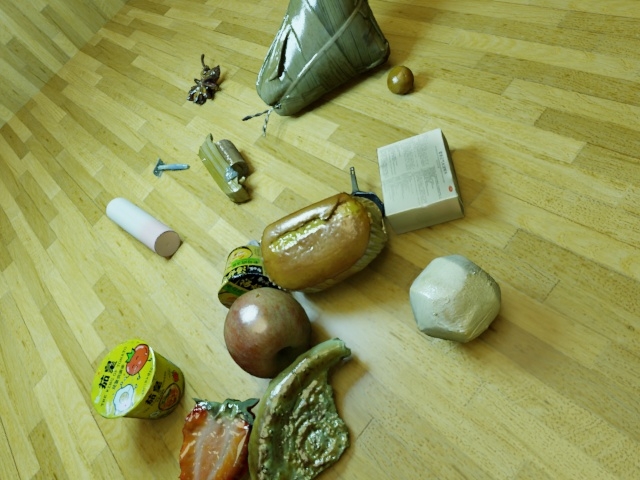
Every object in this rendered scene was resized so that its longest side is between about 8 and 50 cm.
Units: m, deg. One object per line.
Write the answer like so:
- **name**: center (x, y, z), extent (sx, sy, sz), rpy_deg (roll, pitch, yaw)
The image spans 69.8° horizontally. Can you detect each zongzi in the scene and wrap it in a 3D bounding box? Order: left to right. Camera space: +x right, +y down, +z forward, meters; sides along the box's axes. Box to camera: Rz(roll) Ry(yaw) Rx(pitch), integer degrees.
- **zongzi**: center (-0.108, -0.626, 1.349), extent (0.500, 0.466, 0.218), rpy_deg (-29, 30, 12)

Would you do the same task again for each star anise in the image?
- **star anise**: center (-0.434, -0.622, 1.757), extent (0.177, 0.073, 0.233), rpy_deg (7, 81, 40)

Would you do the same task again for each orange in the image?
- **orange**: center (0.226, -0.455, 1.306), extent (0.085, 0.085, 0.084), rpy_deg (-14, 56, 21)

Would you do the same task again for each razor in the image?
- **razor**: center (-0.518, -0.259, 1.609), extent (0.135, 0.040, 0.068), rpy_deg (1, 62, 23)

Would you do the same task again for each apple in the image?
- **apple**: center (-0.117, 0.199, 1.009), extent (0.188, 0.188, 0.174), rpy_deg (-42, 48, -1)

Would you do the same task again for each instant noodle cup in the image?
- **instant noodle cup**: center (-0.427, 0.348, 1.108), extent (0.182, 0.144, 0.182), rpy_deg (-13, 55, 19)
- **instant noodle cup**: center (-0.175, 0.092, 1.143), extent (0.152, 0.151, 0.122), rpy_deg (-22, 42, 15)

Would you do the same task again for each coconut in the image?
- **coconut**: center (0.252, 0.120, 0.879), extent (0.161, 0.161, 0.162), rpy_deg (35, 84, 39)

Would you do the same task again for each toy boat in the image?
- **toy boat**: center (-0.293, -0.237, 1.437), extent (0.115, 0.089, 0.310), rpy_deg (-38, 50, -1)

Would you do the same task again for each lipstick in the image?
- **lipstick**: center (-0.572, -0.048, 1.469), extent (0.327, 0.087, 0.087), rpy_deg (27, 76, 37)

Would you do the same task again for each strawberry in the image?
- **strawberry**: center (-0.202, 0.449, 0.961), extent (0.175, 0.098, 0.227), rpy_deg (-2, 71, 9)

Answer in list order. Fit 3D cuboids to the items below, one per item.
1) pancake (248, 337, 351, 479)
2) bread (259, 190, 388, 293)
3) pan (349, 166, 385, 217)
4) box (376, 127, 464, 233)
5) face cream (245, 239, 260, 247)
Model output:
- **pancake**: center (-0.034, 0.365, 0.906), extent (0.198, 0.054, 0.376), rpy_deg (17, 70, 8)
- **bread**: center (0.000, 0.000, 1.048), extent (0.288, 0.156, 0.204), rpy_deg (-25, 70, 23)
- **pan**: center (0.111, -0.089, 1.153), extent (0.129, 0.048, 0.201), rpy_deg (6, 66, 30)
- **box**: center (0.234, -0.141, 1.091), extent (0.168, 0.095, 0.211), rpy_deg (-16, 55, 21)
- **face cream**: center (-0.176, 0.035, 1.247), extent (0.040, 0.021, 0.083), rpy_deg (-37, 50, 3)
